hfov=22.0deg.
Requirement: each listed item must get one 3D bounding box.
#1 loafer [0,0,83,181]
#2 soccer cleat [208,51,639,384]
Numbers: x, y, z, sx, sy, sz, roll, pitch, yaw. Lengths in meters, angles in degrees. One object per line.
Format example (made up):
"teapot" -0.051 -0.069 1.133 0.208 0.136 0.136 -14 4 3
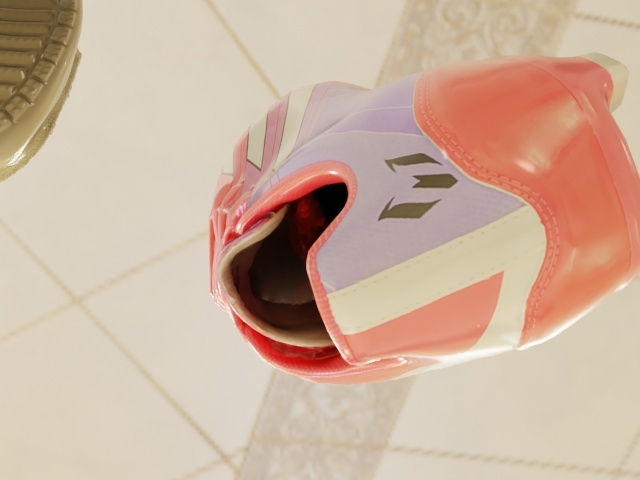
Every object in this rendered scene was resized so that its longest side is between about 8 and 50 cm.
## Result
"loafer" -0.169 -0.108 0.858 0.102 0.268 0.092 2 131 -2
"soccer cleat" 0.000 0.000 0.455 0.095 0.248 0.083 -23 96 -21
